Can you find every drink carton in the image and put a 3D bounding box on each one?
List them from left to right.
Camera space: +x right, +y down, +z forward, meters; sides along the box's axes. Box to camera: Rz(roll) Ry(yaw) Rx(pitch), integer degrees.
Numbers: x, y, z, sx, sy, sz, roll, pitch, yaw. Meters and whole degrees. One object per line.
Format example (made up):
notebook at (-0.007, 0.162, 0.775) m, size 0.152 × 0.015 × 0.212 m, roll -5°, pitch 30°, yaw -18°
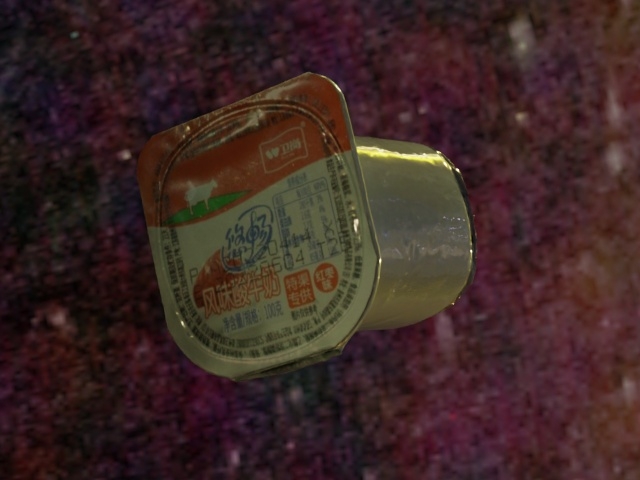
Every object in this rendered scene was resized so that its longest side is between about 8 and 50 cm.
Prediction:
drink carton at (0.000, 0.000, 1.197) m, size 0.189 × 0.185 × 0.191 m, roll 4°, pitch 69°, yaw -59°
